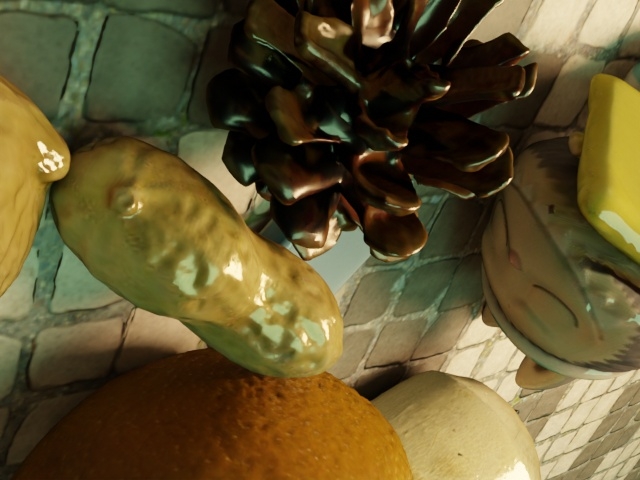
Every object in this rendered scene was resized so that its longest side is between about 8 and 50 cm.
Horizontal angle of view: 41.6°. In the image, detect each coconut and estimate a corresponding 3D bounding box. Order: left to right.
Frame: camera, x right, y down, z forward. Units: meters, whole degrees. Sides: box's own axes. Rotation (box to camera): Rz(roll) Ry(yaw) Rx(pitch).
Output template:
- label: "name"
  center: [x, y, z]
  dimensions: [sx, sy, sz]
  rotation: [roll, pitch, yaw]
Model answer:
- label: "coconut"
  center: [0.121, 0.294, 1.002]
  dimensions: [0.247, 0.245, 0.245]
  rotation: [-26, 140, -22]

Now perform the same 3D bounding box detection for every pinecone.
- label: "pinecone"
  center: [0.040, -0.089, 0.567]
  dimensions: [0.229, 0.202, 0.201]
  rotation: [15, 152, -40]

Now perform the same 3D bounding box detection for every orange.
- label: "orange"
  center: [-0.083, 0.248, 0.679]
  dimensions: [0.357, 0.322, 0.322]
  rotation: [-29, 144, -41]

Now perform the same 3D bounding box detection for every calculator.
- label: "calculator"
  center: [0.000, 0.000, 0.750]
  dimensions: [0.210, 0.039, 0.121]
  rotation: [-49, 142, 7]

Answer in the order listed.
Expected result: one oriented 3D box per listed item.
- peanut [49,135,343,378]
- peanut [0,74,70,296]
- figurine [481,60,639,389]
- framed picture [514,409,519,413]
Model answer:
- label: "peanut"
  center: [-0.077, 0.023, 0.601]
  dimensions: [0.101, 0.117, 0.263]
  rotation: [-41, 131, 9]
- label: "peanut"
  center: [-0.243, -0.004, 0.451]
  dimensions: [0.233, 0.110, 0.196]
  rotation: [-32, 151, -16]
- label: "figurine"
  center: [0.284, -0.013, 0.935]
  dimensions: [0.361, 0.266, 0.378]
  rotation: [-50, -173, -37]
- label: "framed picture"
  center: [0.214, 0.329, 1.311]
  dimensions: [0.199, 0.010, 0.195]
  rotation: [-52, 144, 11]
